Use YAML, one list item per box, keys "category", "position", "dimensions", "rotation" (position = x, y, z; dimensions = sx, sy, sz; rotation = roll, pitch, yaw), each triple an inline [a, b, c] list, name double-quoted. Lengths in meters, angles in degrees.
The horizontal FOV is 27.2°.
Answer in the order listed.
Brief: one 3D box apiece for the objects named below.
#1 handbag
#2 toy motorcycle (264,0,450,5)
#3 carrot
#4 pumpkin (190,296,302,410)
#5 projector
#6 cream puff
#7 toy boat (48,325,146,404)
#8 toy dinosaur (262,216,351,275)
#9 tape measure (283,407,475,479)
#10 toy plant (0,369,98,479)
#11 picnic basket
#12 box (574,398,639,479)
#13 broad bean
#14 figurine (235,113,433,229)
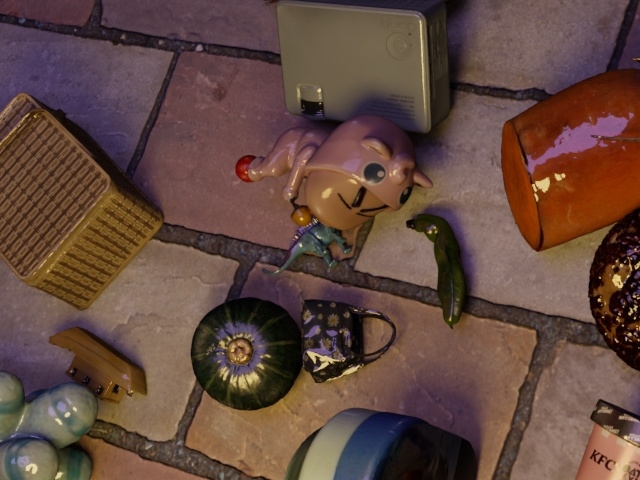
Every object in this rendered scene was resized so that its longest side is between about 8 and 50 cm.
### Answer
- category: "handbag"
  position: [0.041, 0.136, 1.903]
  dimensions: [0.139, 0.072, 0.115]
  rotation: [-10, 62, 19]
- category: "toy motorcycle"
  position: [0.064, -0.414, 2.079]
  dimensions: [0.401, 0.134, 0.207]
  rotation: [6, 77, 25]
- category: "carrot"
  position: [0.384, -0.126, 1.754]
  dimensions: [0.331, 0.214, 0.193]
  rotation: [-20, 62, 15]
- category: "pumpkin"
  position: [-0.107, 0.163, 1.934]
  dimensions: [0.167, 0.125, 0.167]
  rotation: [1, 93, 15]
- category: "projector"
  position: [0.068, -0.272, 1.988]
  dimensions: [0.257, 0.099, 0.192]
  rotation: [10, 118, 30]
- category: "cream puff"
  position: [0.452, 0.060, 1.667]
  dimensions: [0.239, 0.165, 0.239]
  rotation: [-9, 66, 21]
- category: "toy boat"
  position: [-0.356, 0.199, 2.089]
  dimensions: [0.200, 0.057, 0.077]
  rotation: [30, 92, 33]
- category: "toy dinosaur"
  position: [0.000, 0.000, 1.996]
  dimensions: [0.197, 0.045, 0.080]
  rotation: [-36, 51, 0]
- category: "tape measure"
  position: [0.067, 0.350, 1.702]
  dimensions: [0.138, 0.262, 0.259]
  rotation: [1, 68, 37]
- category: "toy plant"
  position: [-0.477, 0.321, 2.007]
  dimensions: [0.332, 0.247, 0.247]
  rotation: [-34, 58, 6]
- category: "picnic basket"
  position: [-0.450, -0.072, 2.175]
  dimensions: [0.228, 0.175, 0.313]
  rotation: [-48, 56, 3]
- category: "box"
  position: [0.383, 0.286, 1.627]
  dimensions: [0.151, 0.151, 0.135]
  rotation: [27, 93, 33]
- category: "broad bean"
  position: [0.177, 0.033, 1.889]
  dimensions: [0.061, 0.046, 0.195]
  rotation: [-37, 52, 23]
- category: "figurine"
  position: [0.021, -0.098, 1.956]
  dimensions: [0.287, 0.176, 0.186]
  rotation: [14, 81, 38]
